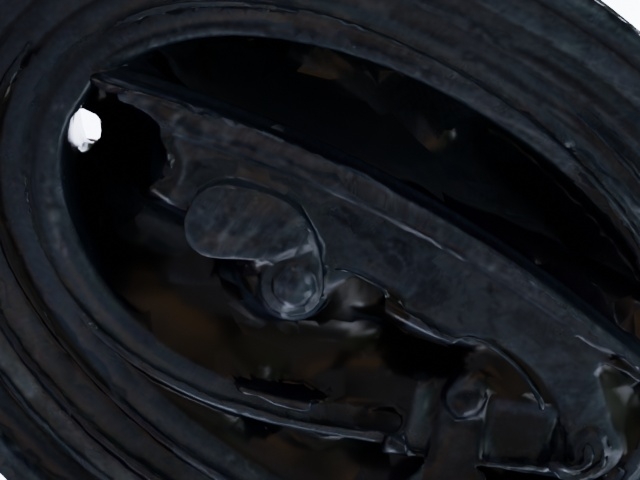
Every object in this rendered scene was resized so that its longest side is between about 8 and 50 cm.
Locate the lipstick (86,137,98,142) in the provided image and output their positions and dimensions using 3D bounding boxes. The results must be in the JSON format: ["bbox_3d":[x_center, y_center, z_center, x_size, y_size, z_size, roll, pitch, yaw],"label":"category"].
[{"bbox_3d":[-0.037,-0.015,0.707,0.030,0.129,0.030,166,-62,-67],"label":"lipstick"}]

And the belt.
[{"bbox_3d":[0.000,0.000,0.381,0.141,0.190,0.082,-57,-168,9],"label":"belt"}]
